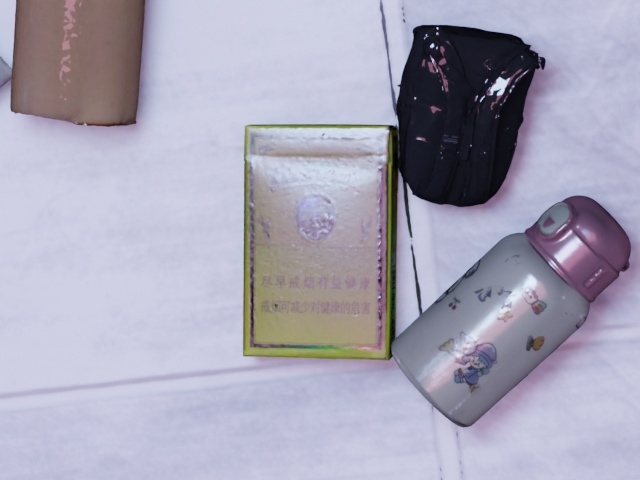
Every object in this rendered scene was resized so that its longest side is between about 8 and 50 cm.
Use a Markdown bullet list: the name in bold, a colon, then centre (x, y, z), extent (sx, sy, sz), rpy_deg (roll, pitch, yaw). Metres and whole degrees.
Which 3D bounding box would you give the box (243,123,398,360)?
- **box**: centre (0.000, 0.000, 1.852), extent (0.141, 0.064, 0.220), rpy_deg (2, 92, 9)

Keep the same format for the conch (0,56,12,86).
- **conch**: centre (-0.414, -0.175, 1.849), extent (0.255, 0.127, 0.158), rpy_deg (2, 83, -9)

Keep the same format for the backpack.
- **backpack**: centre (0.124, -0.117, 1.806), extent (0.120, 0.106, 0.165), rpy_deg (11, 112, -14)

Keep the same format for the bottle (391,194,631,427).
- **bottle**: centre (0.180, 0.058, 1.804), extent (0.233, 0.110, 0.110), rpy_deg (-44, 87, 9)

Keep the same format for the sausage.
- **sausage**: centre (-0.219, -0.234, 1.822), extent (0.123, 0.123, 0.252), rpy_deg (8, 103, 8)
